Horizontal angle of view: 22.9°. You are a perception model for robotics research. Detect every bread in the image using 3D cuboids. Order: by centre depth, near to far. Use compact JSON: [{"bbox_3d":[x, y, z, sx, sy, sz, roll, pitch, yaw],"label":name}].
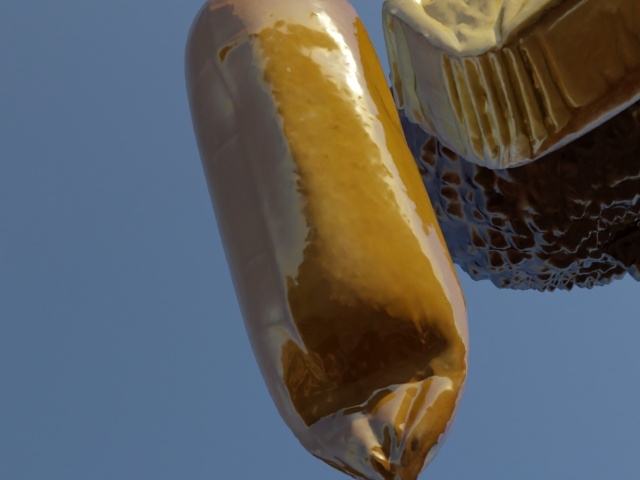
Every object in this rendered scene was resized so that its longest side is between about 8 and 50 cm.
[{"bbox_3d":[0.178,-0.169,1.005,0.288,0.152,0.119,-36,-47,-8],"label":"bread"}]

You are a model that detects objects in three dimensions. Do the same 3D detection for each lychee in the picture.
[{"bbox_3d":[0.192,-0.086,1.264,0.276,0.275,0.304,-26,-111,-20],"label":"lychee"}]

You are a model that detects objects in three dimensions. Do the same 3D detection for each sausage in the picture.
[{"bbox_3d":[0.006,0.000,0.800,0.112,0.328,0.112,-11,-34,-8],"label":"sausage"}]
